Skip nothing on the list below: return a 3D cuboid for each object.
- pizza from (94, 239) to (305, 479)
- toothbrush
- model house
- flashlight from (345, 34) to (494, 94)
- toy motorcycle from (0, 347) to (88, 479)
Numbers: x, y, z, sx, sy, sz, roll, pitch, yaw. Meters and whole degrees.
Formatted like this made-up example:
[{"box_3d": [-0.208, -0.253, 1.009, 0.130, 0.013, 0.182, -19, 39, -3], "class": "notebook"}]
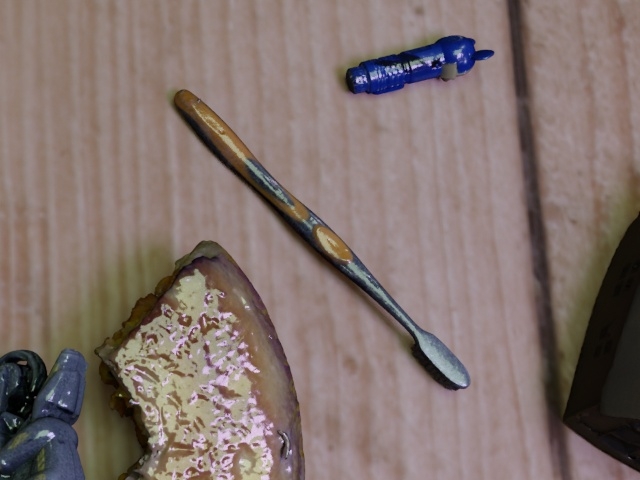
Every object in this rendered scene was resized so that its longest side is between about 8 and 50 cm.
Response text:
[{"box_3d": [-0.091, 0.149, 1.221, 0.161, 0.085, 0.305, 4, 78, -16], "class": "pizza"}, {"box_3d": [0.001, -0.001, 1.327, 0.321, 0.031, 0.023, 47, 65, 0], "class": "toothbrush"}, {"box_3d": [0.337, 0.076, 1.295, 0.204, 0.243, 0.211, 27, 67, -8], "class": "model house"}, {"box_3d": [0.079, -0.140, 1.394, 0.121, 0.057, 0.035, -17, 117, -16], "class": "flashlight"}, {"box_3d": [-0.205, 0.165, 1.167, 0.061, 0.124, 0.193, 38, 62, -50], "class": "toy motorcycle"}]
